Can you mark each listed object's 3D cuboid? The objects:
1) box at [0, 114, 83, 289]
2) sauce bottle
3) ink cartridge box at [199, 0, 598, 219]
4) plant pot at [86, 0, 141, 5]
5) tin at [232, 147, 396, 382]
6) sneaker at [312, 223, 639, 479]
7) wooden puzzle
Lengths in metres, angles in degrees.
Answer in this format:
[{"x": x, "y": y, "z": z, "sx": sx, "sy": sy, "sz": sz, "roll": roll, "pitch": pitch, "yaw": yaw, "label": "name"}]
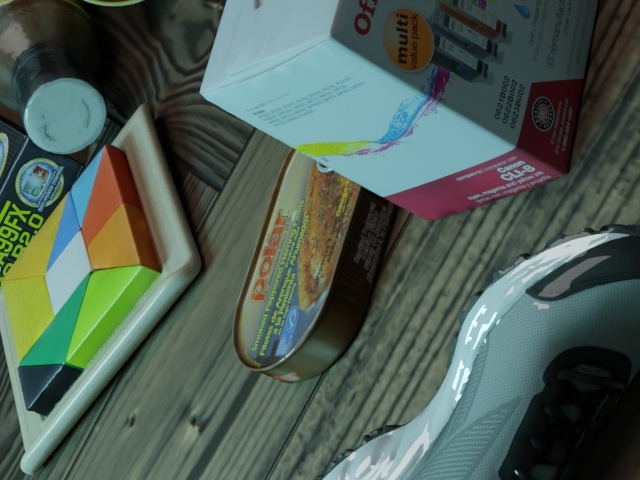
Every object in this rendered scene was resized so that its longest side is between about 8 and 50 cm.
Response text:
[{"x": -0.326, "y": -0.011, "z": 1.740, "sx": 0.216, "sy": 0.060, "sz": 0.270, "roll": -63, "pitch": 29, "yaw": 1, "label": "box"}, {"x": -0.253, "y": -0.179, "z": 1.714, "sx": 0.111, "sy": 0.111, "sz": 0.344, "roll": -55, "pitch": 32, "yaw": 14, "label": "sauce bottle"}, {"x": 0.046, "y": -0.113, "z": 1.109, "sx": 0.127, "sy": 0.176, "sz": 0.128, "roll": -18, "pitch": 52, "yaw": 52, "label": "ink cartridge box"}, {"x": -0.173, "y": -0.267, "z": 1.658, "sx": 0.134, "sy": 0.134, "sz": 0.095, "roll": -60, "pitch": 4, "yaw": 5, "label": "plant pot"}, {"x": 0.000, "y": 0.000, "z": 1.236, "sx": 0.106, "sy": 0.040, "sz": 0.190, "roll": -5, "pitch": 62, "yaw": 52, "label": "tin"}, {"x": 0.098, "y": 0.102, "z": 0.953, "sx": 0.271, "sy": 0.100, "sz": 0.108, "roll": -53, "pitch": 45, "yaw": 24, "label": "sneaker"}, {"x": -0.184, "y": 0.030, "z": 1.495, "sx": 0.221, "sy": 0.044, "sz": 0.239, "roll": -50, "pitch": 31, "yaw": 22, "label": "wooden puzzle"}]
